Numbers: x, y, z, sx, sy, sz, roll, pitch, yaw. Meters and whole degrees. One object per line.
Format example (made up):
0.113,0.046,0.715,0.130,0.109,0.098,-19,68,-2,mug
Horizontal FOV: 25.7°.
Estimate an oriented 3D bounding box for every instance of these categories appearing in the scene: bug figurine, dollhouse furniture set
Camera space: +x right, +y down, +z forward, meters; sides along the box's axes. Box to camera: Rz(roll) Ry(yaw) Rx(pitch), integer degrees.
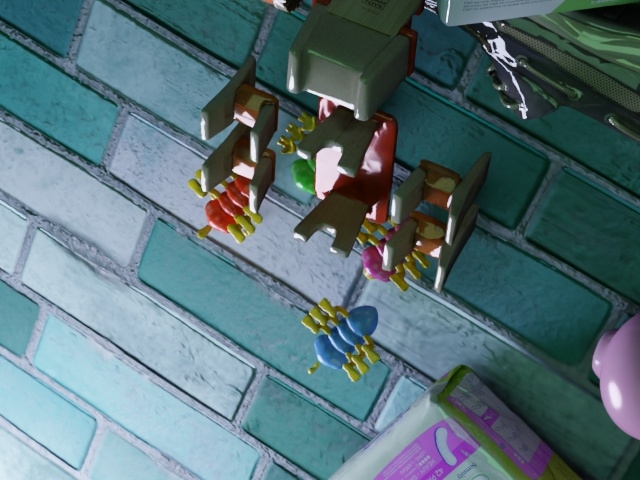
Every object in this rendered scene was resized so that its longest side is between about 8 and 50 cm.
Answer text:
0.000,0.000,1.481,0.216,0.072,0.279,-42,83,26,bug figurine
0.034,-0.111,1.315,0.262,0.135,0.259,23,143,15,dollhouse furniture set

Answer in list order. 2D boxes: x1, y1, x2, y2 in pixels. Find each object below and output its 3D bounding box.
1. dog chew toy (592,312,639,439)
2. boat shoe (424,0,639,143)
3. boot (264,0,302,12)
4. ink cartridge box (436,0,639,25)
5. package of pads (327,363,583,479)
0.405,0.157,1.268,0.332,0.206,0.206,22,117,27,dog chew toy
0.205,-0.170,1.279,0.355,0.132,0.130,26,118,17,boat shoe
-0.050,-0.314,1.399,0.085,0.059,0.158,25,119,22,boot
0.191,-0.301,1.097,0.198,0.114,0.273,-7,153,-5,ink cartridge box
0.174,0.302,1.490,0.296,0.101,0.229,46,123,4,package of pads
